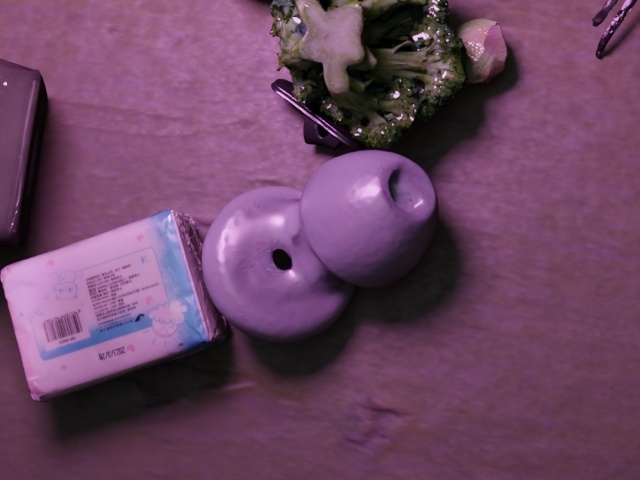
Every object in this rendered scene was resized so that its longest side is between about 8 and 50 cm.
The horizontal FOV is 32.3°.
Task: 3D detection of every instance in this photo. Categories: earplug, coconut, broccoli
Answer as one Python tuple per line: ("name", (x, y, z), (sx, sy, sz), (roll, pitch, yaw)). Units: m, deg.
("earplug", (0.002, 0.000, 1.451), (0.325, 0.175, 0.214), (-28, 86, 8))
("coconut", (0.213, -0.249, 1.488), (0.083, 0.081, 0.082), (21, 52, 24))
("broccoli", (0.049, -0.269, 1.434), (0.265, 0.245, 0.294), (-33, 100, 22))

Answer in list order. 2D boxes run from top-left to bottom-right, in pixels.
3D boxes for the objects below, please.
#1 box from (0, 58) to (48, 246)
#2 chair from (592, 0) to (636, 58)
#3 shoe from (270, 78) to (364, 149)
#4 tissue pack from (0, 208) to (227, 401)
("box", (-0.482, -0.120, 1.541), (0.166, 0.220, 0.290), (8, 85, -10))
("chair", (0.454, -0.312, 1.415), (0.174, 0.149, 0.213), (31, 86, 14))
("shoe", (-0.010, -0.163, 1.534), (0.159, 0.062, 0.053), (39, 116, 8))
("tissue pack", (-0.282, 0.090, 1.525), (0.271, 0.124, 0.201), (-18, 80, 8))
